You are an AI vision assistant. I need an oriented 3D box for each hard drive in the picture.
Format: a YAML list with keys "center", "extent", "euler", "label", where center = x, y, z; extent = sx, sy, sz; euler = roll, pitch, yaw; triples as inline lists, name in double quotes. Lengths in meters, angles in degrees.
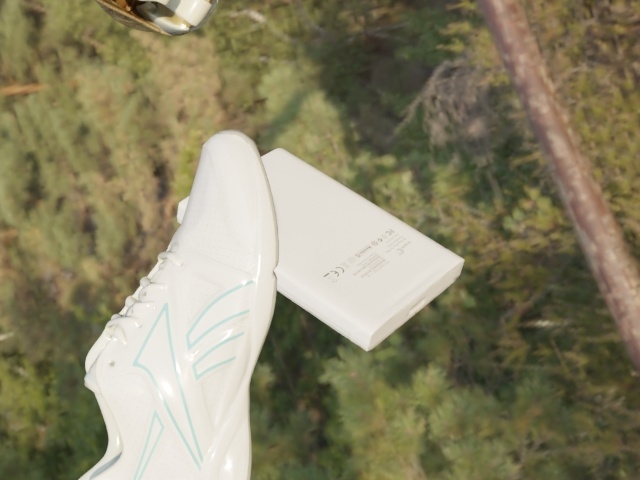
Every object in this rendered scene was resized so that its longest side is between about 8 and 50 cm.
- center: [0.000, 0.000, 1.314]
  extent: [0.307, 0.203, 0.040]
  euler: [32, 133, 24]
  label: "hard drive"

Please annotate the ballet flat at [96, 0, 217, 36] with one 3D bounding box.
- center: [-0.108, -0.161, 0.654]
  extent: [0.067, 0.206, 0.073]
  euler: [41, 105, 21]
  label: "ballet flat"

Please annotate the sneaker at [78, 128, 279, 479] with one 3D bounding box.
- center: [-0.050, 0.034, 0.370]
  extent: [0.053, 0.061, 0.152]
  euler: [176, 103, -77]
  label: "sneaker"
